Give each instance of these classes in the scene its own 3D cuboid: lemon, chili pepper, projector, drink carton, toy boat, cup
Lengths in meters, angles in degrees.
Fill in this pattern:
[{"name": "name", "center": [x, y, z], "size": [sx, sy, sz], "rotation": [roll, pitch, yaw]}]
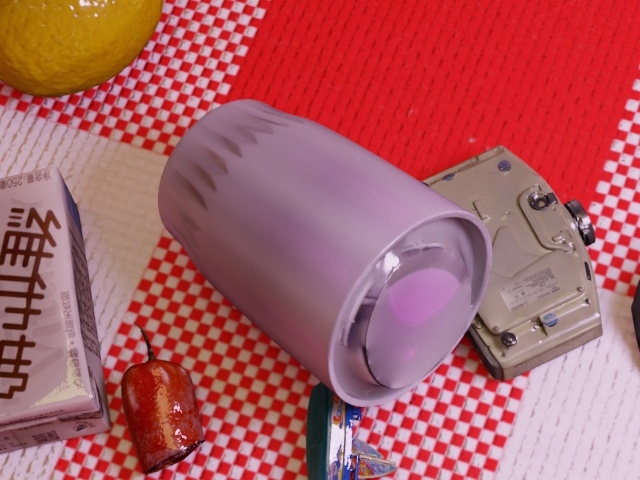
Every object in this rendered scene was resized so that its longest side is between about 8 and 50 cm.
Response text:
[{"name": "lemon", "center": [-0.336, -0.312, 2.138], "size": [0.267, 0.267, 0.267], "rotation": [-2, 64, 5]}, {"name": "chili pepper", "center": [-0.196, 0.182, 1.975], "size": [0.086, 0.084, 0.192], "rotation": [-11, 67, -17]}, {"name": "projector", "center": [0.235, 0.015, 2.003], "size": [0.193, 0.088, 0.269], "rotation": [-25, 64, -3]}, {"name": "drink carton", "center": [-0.380, 0.084, 2.016], "size": [0.194, 0.132, 0.324], "rotation": [-13, 65, 1]}, {"name": "toy boat", "center": [0.041, 0.252, 1.923], "size": [0.110, 0.091, 0.175], "rotation": [11, 67, -19]}, {"name": "cup", "center": [0.000, 0.000, 1.927], "size": [0.253, 0.253, 0.371], "rotation": [-43, 54, -14]}]

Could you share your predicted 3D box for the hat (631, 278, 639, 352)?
[{"name": "hat", "center": [0.579, 0.086, 1.921], "size": [0.382, 0.257, 0.366], "rotation": [-24, 77, 34]}]
